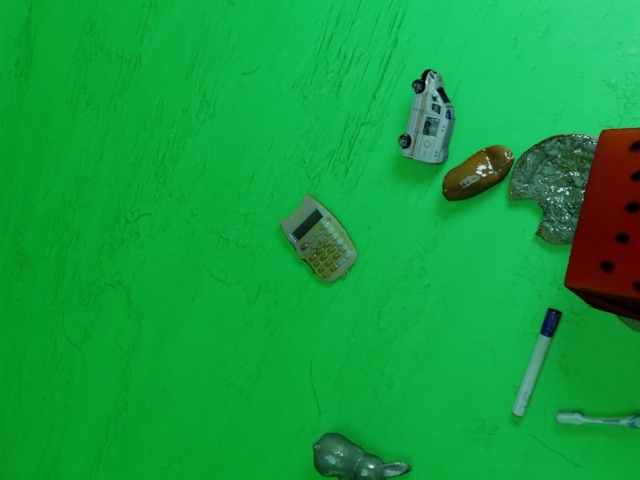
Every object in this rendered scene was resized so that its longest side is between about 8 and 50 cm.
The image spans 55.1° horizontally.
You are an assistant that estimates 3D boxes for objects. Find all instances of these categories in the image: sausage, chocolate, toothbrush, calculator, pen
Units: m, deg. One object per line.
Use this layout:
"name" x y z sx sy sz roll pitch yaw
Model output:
"sausage" 0.352 -0.150 1.373 0.179 0.089 0.089 -30 82 26
"chocolate" 0.617 -0.025 1.046 0.341 0.162 0.360 11 86 56
"toothbrush" 0.691 0.376 1.272 0.386 0.040 0.040 -6 94 30
"calculator" 0.000 0.000 1.620 0.157 0.033 0.236 -42 78 26
"pen" 0.485 0.278 1.380 0.033 0.033 0.269 21 107 26

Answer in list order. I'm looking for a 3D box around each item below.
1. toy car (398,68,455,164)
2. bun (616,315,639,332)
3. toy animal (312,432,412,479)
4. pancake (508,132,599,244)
"toy car" 0.255 -0.279 1.401 0.108 0.089 0.209 19 108 26
"bun" 0.654 0.080 1.207 0.237 0.116 0.210 47 116 15
"toy animal" 0.104 0.585 1.590 0.251 0.127 0.125 10 99 25
"pancake" 0.531 -0.110 1.297 0.254 0.037 0.253 5 100 28
